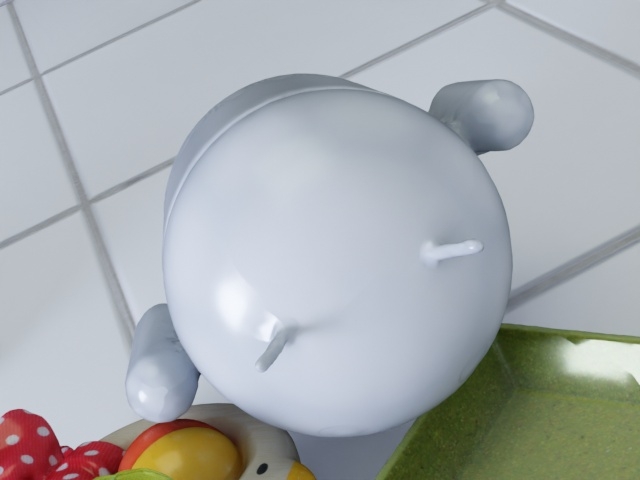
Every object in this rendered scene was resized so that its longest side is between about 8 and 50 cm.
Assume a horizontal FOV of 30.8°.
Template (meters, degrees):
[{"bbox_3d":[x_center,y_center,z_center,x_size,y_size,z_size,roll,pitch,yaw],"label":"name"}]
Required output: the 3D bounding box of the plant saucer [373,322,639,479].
[{"bbox_3d":[0.135,0.127,0.632,0.188,0.045,0.188,3,38,38],"label":"plant saucer"}]

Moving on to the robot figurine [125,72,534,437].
[{"bbox_3d":[0.000,0.000,0.733,0.300,0.200,0.353,-42,13,1],"label":"robot figurine"}]

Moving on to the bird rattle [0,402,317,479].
[{"bbox_3d":[-0.113,0.168,0.712,0.206,0.143,0.253,-22,14,-21],"label":"bird rattle"}]
